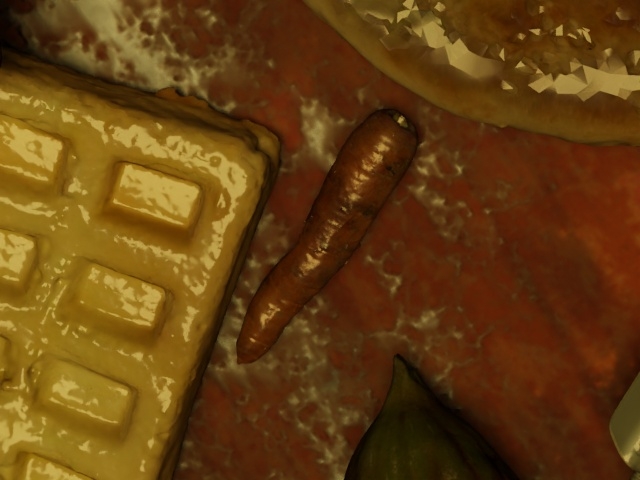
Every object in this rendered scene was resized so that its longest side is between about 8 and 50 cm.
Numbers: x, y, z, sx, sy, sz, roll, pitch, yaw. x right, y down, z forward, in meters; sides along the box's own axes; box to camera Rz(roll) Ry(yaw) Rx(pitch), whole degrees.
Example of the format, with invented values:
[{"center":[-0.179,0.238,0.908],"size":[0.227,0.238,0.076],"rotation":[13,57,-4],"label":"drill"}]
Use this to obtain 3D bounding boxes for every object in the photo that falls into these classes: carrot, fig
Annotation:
[{"center":[0.001,0.001,1.031],"size":[0.036,0.035,0.165],"rotation":[32,108,1],"label":"carrot"},{"center":[0.057,0.135,1.026],"size":[0.103,0.109,0.154],"rotation":[-13,72,27],"label":"fig"}]

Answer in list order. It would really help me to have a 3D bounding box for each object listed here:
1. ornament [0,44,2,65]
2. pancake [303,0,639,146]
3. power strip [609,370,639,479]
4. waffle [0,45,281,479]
[{"center":[-0.301,-0.131,0.960],"size":[0.218,0.221,0.235],"rotation":[-29,89,18],"label":"ornament"},{"center":[0.135,-0.222,0.933],"size":[0.387,0.082,0.387],"rotation":[3,106,11],"label":"pancake"},{"center":[0.216,0.035,0.990],"size":[0.060,0.027,0.252],"rotation":[17,110,-39],"label":"power strip"},{"center":[-0.139,0.043,1.050],"size":[0.168,0.057,0.274],"rotation":[20,105,4],"label":"waffle"}]
